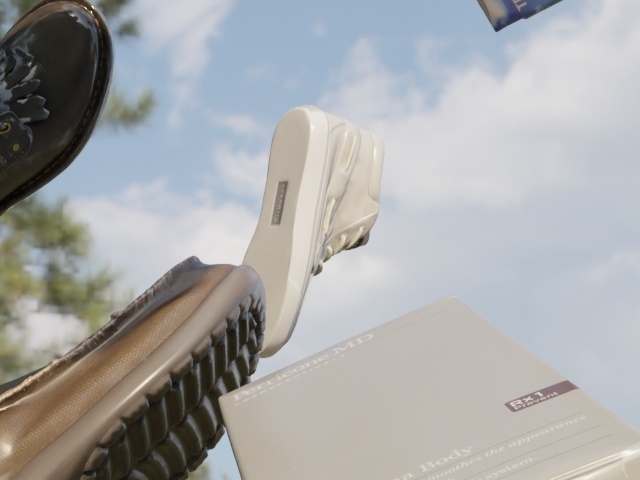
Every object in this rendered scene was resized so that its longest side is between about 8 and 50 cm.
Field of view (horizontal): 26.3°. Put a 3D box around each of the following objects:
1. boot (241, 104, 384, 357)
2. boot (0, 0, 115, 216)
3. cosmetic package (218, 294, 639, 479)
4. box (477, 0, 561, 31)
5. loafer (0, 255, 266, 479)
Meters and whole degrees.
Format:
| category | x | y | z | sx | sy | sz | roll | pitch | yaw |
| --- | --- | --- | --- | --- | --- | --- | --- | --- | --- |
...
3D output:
| category | x | y | z | sx | sy | sz | roll | pitch | yaw |
| --- | --- | --- | --- | --- | --- | --- | --- | --- | --- |
| boot | 0.000 | 0.000 | 1.390 | 0.123 | 0.258 | 0.095 | 15 | -2 | -37 |
| boot | -0.235 | -0.069 | 0.829 | 0.091 | 0.263 | 0.229 | 35 | -6 | 9 |
| cosmetic package | 0.042 | 0.106 | 0.517 | 0.127 | 0.107 | 0.238 | -24 | 14 | -7 |
| box | 0.156 | -0.212 | 0.833 | 0.178 | 0.042 | 0.109 | -24 | -78 | 42 |
| loafer | -0.179 | 0.123 | 0.809 | 0.130 | 0.366 | 0.133 | 36 | -29 | 23 |
